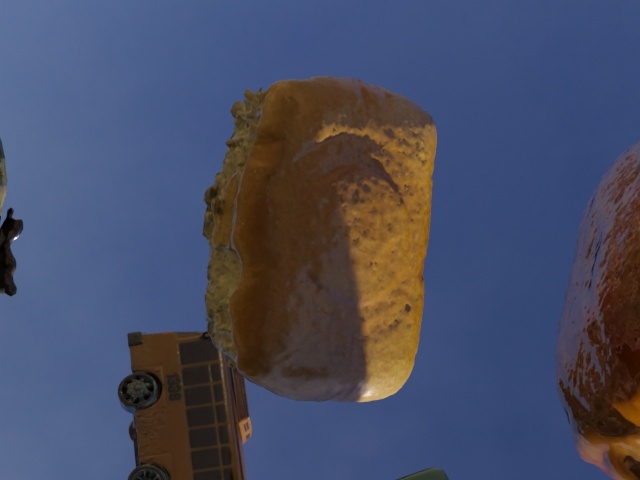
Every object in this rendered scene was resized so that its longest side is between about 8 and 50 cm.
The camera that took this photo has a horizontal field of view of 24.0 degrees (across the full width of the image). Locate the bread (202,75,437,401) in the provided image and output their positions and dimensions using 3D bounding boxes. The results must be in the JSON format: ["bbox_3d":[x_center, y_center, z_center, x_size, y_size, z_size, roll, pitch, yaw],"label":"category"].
[{"bbox_3d":[0.000,0.000,1.145,0.121,0.174,0.245,-6,-104,65],"label":"bread"}]

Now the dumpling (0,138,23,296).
[{"bbox_3d":[-0.258,-0.040,0.564,0.332,0.086,0.166,-6,-101,26],"label":"dumpling"}]

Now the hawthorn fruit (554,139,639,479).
[{"bbox_3d":[0.434,0.096,1.498,0.472,0.472,0.472,-26,-141,23],"label":"hawthorn fruit"}]

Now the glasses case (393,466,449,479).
[{"bbox_3d":[0.079,0.251,1.017,0.077,0.039,0.184,-17,-107,-18],"label":"glasses case"}]

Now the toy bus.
[{"bbox_3d":[-0.118,0.179,1.345,0.114,0.098,0.201,-7,-125,-3],"label":"toy bus"}]
